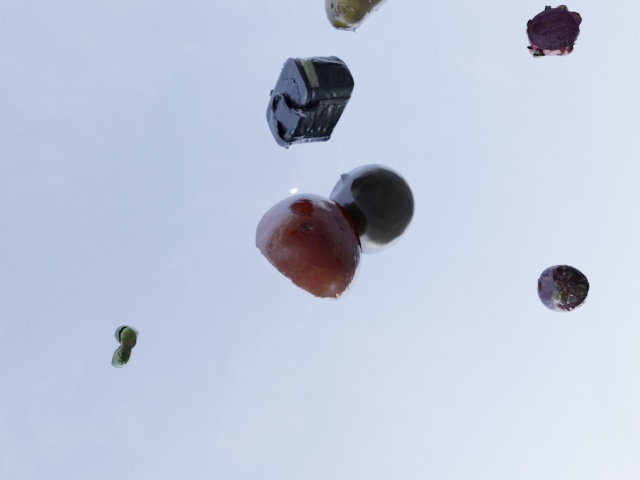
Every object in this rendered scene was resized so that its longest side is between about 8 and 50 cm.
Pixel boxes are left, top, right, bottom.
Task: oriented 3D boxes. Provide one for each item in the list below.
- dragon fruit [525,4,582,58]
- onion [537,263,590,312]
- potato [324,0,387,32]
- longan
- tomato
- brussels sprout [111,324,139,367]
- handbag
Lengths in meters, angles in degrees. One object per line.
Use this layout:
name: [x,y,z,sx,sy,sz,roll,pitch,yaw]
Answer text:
dragon fruit: [0.481,-0.422,1.174,0.068,0.112,0.126,53,-144,-67]
onion: [0.524,0.104,1.225,0.097,0.107,0.107,9,-107,-63]
potato: [0.087,-0.605,1.410,0.176,0.137,0.137,-39,-67,-2]
longan: [0.153,-0.099,1.741,0.297,0.297,0.297,14,-110,-43]
tomato: [0.002,-0.010,1.500,0.339,0.143,0.338,29,-145,-23]
brussels sprout: [-0.382,0.207,1.111,0.046,0.051,0.083,12,-113,-31]
handbag: [-0.042,-0.378,1.521,0.182,0.254,0.181,-13,-115,-32]
